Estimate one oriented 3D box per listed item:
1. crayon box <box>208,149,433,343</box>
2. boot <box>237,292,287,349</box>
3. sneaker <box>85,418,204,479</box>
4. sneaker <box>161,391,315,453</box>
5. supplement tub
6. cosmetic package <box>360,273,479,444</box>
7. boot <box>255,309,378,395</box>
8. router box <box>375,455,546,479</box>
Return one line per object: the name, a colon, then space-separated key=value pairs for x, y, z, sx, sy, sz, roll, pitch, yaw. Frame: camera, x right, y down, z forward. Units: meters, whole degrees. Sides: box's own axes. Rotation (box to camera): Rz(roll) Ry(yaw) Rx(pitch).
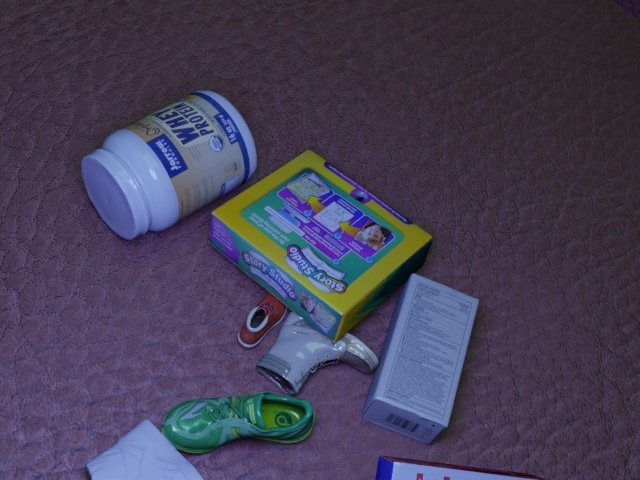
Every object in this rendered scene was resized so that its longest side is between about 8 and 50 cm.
crayon box: x=0.000 y=0.000 z=1.946 sx=0.363 sy=0.106 sz=0.313 roll=37 pitch=52 yaw=21
boot: x=-0.109 y=0.147 z=1.877 sx=0.059 sy=0.084 sz=0.158 roll=31 pitch=54 yaw=7
sneaker: x=-0.294 y=0.449 z=1.588 sx=0.169 sy=0.108 sz=0.292 roll=-33 pitch=42 yaw=-26
sneaker: x=-0.152 y=0.328 z=1.724 sx=0.296 sy=0.123 sz=0.109 roll=-2 pitch=58 yaw=-17
supplement tub: x=-0.318 y=-0.159 z=1.928 sx=0.316 sy=0.228 sz=0.228 roll=-34 pitch=72 yaw=-30
cosmetic package: x=0.208 y=0.241 z=1.885 sx=0.160 sy=0.113 sz=0.309 roll=23 pitch=55 yaw=0
boot: x=-0.006 y=0.249 z=1.844 sx=0.213 sy=0.077 sz=0.165 roll=28 pitch=55 yaw=9
router box: x=0.230 y=0.564 z=1.602 sx=0.301 sy=0.082 sz=0.335 roll=12 pitch=82 yaw=-15
